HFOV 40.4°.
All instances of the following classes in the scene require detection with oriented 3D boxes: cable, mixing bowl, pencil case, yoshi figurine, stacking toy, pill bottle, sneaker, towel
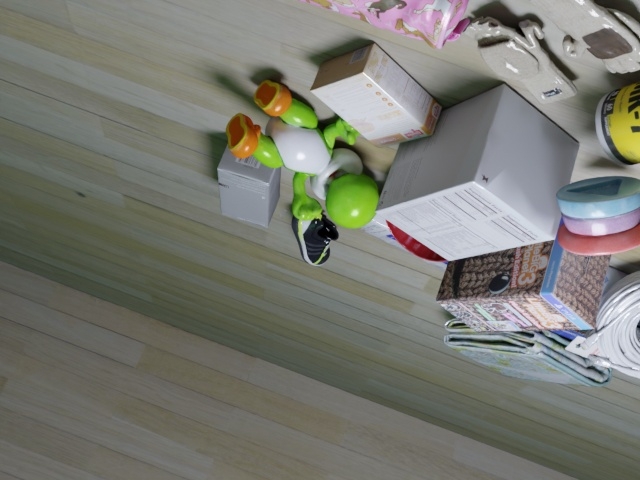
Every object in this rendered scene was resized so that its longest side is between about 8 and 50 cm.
[{"bbox_3d":[0.701,0.177,1.802,0.257,0.089,0.257,25,120,-5],"label":"cable"},{"bbox_3d":[0.234,-0.055,1.792,0.182,0.098,0.181,23,138,22],"label":"mixing bowl"},{"bbox_3d":[0.025,-0.385,1.193,0.386,0.160,0.167,18,-178,8],"label":"pencil case"},{"bbox_3d":[-0.001,-0.145,1.720,0.204,0.202,0.362,-13,143,44],"label":"yoshi figurine"},{"bbox_3d":[0.524,-0.088,1.369,0.309,0.279,0.130,-7,107,16],"label":"stacking toy"},{"bbox_3d":[0.515,-0.186,1.255,0.119,0.119,0.209,33,154,-25],"label":"pill bottle"},{"bbox_3d":[0.000,0.000,2.176,0.097,0.084,0.234,10,155,22],"label":"sneaker"},{"bbox_3d":[0.551,0.301,2.326,0.321,0.090,0.375,1,159,47],"label":"towel"}]

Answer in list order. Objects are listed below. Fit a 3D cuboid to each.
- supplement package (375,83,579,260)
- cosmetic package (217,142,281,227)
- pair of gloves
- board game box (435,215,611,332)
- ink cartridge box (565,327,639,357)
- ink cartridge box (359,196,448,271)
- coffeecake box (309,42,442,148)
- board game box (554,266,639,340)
[{"bbox_3d":[0.274,-0.109,1.537,0.198,0.199,0.263,32,155,-24],"label":"supplement package"},{"bbox_3d":[-0.162,-0.131,2.003,0.127,0.107,0.238,16,154,5],"label":"cosmetic package"},{"bbox_3d":[0.346,-0.291,1.272,0.204,0.042,0.240,28,159,-23],"label":"pair of gloves"},{"bbox_3d":[0.408,0.047,1.729,0.141,0.232,0.291,36,153,-30],"label":"board game box"},{"bbox_3d":[0.667,0.234,1.964,0.198,0.067,0.115,16,157,5],"label":"ink cartridge box"},{"bbox_3d":[0.255,0.014,1.956,0.371,0.069,0.176,28,172,-11],"label":"ink cartridge box"},{"bbox_3d":[0.099,-0.251,1.542,0.185,0.068,0.142,36,153,-31],"label":"coffeecake box"},{"bbox_3d":[0.581,0.135,1.987,0.319,0.065,0.318,21,157,-2],"label":"board game box"}]
